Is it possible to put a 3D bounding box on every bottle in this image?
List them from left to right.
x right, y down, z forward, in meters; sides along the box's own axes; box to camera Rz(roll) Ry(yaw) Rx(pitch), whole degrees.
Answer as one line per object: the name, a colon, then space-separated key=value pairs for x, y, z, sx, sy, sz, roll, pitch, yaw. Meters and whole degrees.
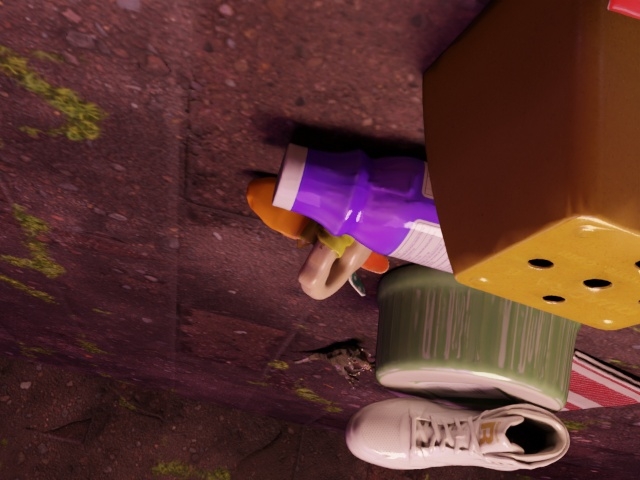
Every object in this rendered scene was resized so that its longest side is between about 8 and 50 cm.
bottle: x=0.093 y=-0.030 z=0.713 sx=0.283 sy=0.092 sz=0.118 roll=15 pitch=156 yaw=-7

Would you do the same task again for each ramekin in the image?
ramekin: x=0.222 y=0.158 z=1.014 sx=0.303 sy=0.148 sz=0.303 roll=10 pitch=157 yaw=4

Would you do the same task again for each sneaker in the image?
sneaker: x=0.193 y=0.263 z=0.961 sx=0.292 sy=0.108 sz=0.169 roll=6 pitch=157 yaw=-11

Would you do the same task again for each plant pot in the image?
plant pot: x=0.199 y=-0.054 z=0.486 sx=0.212 sy=0.187 sz=0.212 roll=18 pitch=156 yaw=-15

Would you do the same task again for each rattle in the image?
rattle: x=0.000 y=0.000 z=0.866 sx=0.143 sy=0.130 sz=0.200 roll=16 pitch=-174 yaw=19

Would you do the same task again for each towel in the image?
towel: x=0.432 y=0.274 z=1.329 sx=0.237 sy=0.037 sz=0.329 roll=25 pitch=152 yaw=-24

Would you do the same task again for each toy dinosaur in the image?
toy dinosaur: x=0.054 y=0.258 z=1.451 sx=0.118 sy=0.064 sz=0.268 roll=30 pitch=154 yaw=-22

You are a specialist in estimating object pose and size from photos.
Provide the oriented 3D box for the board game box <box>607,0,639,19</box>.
board game box: x=0.268 y=-0.128 z=0.228 sx=0.305 sy=0.053 sz=0.193 roll=31 pitch=150 yaw=30
